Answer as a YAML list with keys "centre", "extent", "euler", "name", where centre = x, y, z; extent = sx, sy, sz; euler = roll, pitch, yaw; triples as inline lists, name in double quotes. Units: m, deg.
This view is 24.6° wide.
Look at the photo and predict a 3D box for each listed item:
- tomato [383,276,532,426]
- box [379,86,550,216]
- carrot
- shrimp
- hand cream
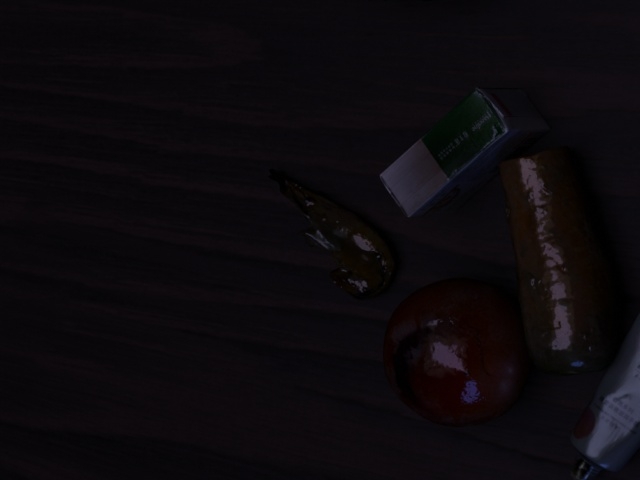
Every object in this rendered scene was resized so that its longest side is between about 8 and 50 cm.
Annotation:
- centre: [0.184, 0.153, 1.996]
  extent: [0.208, 0.184, 0.208]
  euler: [3, 95, 32]
  name: "tomato"
- centre: [0.196, -0.119, 1.991]
  extent: [0.199, 0.135, 0.081]
  euler: [-44, 71, 27]
  name: "box"
- centre: [0.317, 0.028, 1.930]
  extent: [0.139, 0.139, 0.301]
  euler: [-10, 88, 33]
  name: "carrot"
- centre: [-0.002, -0.007, 2.174]
  extent: [0.262, 0.066, 0.117]
  euler: [34, 112, 28]
  name: "shrimp"
- centre: [0.425, 0.179, 1.915]
  extent: [0.124, 0.078, 0.340]
  euler: [37, 109, 26]
  name: "hand cream"
